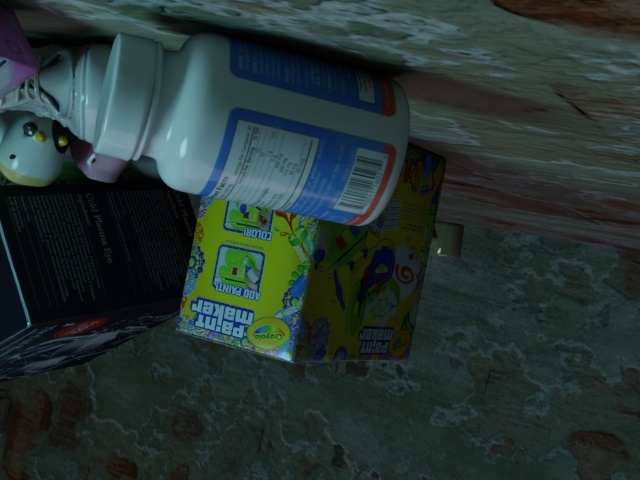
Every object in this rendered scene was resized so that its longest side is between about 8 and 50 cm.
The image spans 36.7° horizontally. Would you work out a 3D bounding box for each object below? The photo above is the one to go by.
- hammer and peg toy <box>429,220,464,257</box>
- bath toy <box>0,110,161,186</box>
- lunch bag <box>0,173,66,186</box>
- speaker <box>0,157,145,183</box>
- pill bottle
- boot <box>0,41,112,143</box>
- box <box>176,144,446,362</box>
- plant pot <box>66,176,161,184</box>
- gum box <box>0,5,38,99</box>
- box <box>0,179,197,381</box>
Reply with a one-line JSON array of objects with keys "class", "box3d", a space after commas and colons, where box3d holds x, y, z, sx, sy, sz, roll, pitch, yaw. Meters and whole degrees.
[{"class": "hammer and peg toy", "box3d": [0.067, -0.065, 1.701, 0.361, 0.127, 0.266, 11, 178, 44]}, {"class": "bath toy", "box3d": [-0.285, -0.135, 1.181, 0.129, 0.152, 0.348, -19, 165, 40]}, {"class": "lunch bag", "box3d": [-0.495, -0.105, 1.341, 0.293, 0.258, 0.120, 11, 179, -45]}, {"class": "speaker", "box3d": [-0.369, -0.142, 1.287, 0.131, 0.131, 0.296, 11, -176, 43]}, {"class": "pill bottle", "box3d": [-0.054, -0.090, 0.742, 0.221, 0.124, 0.124, 12, 180, -18]}, {"class": "boot", "box3d": [-0.265, -0.142, 0.915, 0.123, 0.095, 0.258, 4, -177, -18]}, {"class": "box", "box3d": [0.000, 0.000, 1.211, 0.177, 0.279, 0.290, 11, 179, 32]}, {"class": "plant pot", "box3d": [-0.436, -0.084, 1.662, 0.252, 0.247, 0.248, 47, -177, -34]}, {"class": "gum box", "box3d": [-0.337, -0.123, 0.774, 0.188, 0.062, 0.107, -32, 164, 19]}, {"class": "box", "box3d": [-0.374, 0.065, 1.304, 0.343, 0.179, 0.312, -27, 169, 37]}]
